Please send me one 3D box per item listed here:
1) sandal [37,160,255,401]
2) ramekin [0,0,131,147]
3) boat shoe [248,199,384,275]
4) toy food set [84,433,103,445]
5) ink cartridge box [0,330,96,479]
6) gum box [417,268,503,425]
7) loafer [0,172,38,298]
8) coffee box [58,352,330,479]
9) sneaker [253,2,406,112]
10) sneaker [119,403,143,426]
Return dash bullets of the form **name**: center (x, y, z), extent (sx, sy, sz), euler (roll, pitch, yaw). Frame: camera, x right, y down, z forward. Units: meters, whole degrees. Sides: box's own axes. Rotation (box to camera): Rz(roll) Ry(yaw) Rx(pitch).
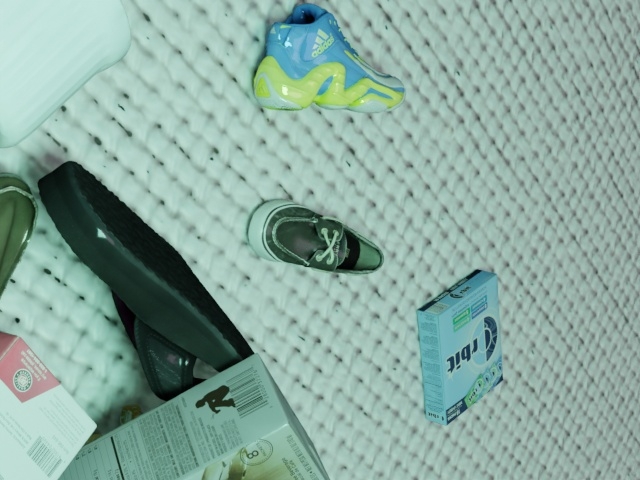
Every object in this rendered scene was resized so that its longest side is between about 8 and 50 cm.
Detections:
- **sandal**: center (-0.177, 0.080, 1.418), extent (0.107, 0.167, 0.446), euler (-35, 134, 4)
- **ramekin**: center (-0.301, -0.201, 1.071), extent (0.135, 0.277, 0.277), euler (-51, 136, -17)
- **boat shoe**: center (0.000, 0.000, 1.650), extent (0.219, 0.070, 0.078), euler (14, 89, -52)
- **toy food set**: center (-0.251, 0.258, 1.455), extent (0.083, 0.020, 0.082), euler (-55, 137, -26)
- **ink cartridge box**: center (-0.341, 0.211, 1.274), extent (0.218, 0.092, 0.158), euler (-56, 137, -27)
- **gum box**: center (0.211, 0.158, 1.979), extent (0.157, 0.041, 0.184), euler (-30, 123, -43)
- **loafer**: center (-0.332, 0.051, 1.242), extent (0.094, 0.087, 0.251), euler (46, 65, -47)
- **coffee box**: center (-0.149, 0.271, 1.390), extent (0.297, 0.119, 0.168), euler (-29, 131, 0)
- **sneaker**: center (0.022, -0.219, 1.600), extent (0.240, 0.091, 0.126), euler (-8, 106, -49)
- **sneaker**: center (-0.208, 0.224, 1.473), extent (0.037, 0.032, 0.083), euler (69, 24, -47)
